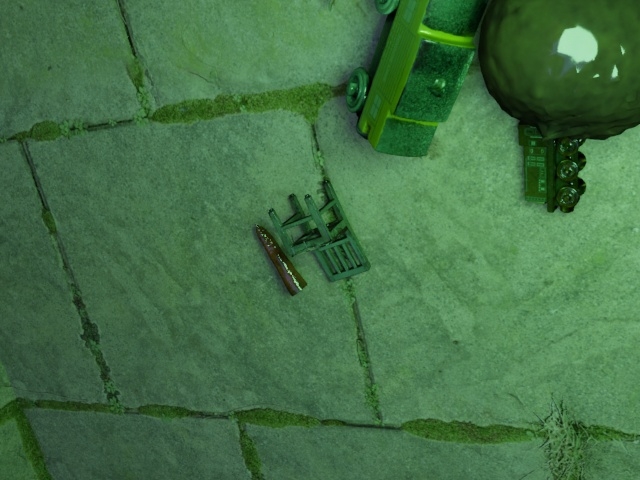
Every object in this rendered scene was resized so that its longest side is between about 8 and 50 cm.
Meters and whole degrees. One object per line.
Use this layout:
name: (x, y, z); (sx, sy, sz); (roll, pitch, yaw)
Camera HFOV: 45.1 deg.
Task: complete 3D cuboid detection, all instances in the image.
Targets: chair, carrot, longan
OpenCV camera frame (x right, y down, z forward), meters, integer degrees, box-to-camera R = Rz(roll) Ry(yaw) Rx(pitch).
chair: (0.000, 0.000, 2.004); (0.136, 0.147, 0.270); (-18, 103, 30)
carrot: (-0.117, 0.047, 2.142); (0.057, 0.057, 0.224); (-30, 94, 33)
longan: (0.493, -0.367, 1.454); (0.391, 0.391, 0.391); (10, 118, 21)

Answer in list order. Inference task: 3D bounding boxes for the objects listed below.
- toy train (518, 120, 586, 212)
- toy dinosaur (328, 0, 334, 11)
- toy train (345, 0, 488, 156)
toy train: (0.515, -0.169, 1.716); (0.137, 0.090, 0.225); (7, 116, 30)
toy dinosaur: (0.091, -0.619, 1.730); (0.142, 0.057, 0.212); (6, 129, 2)
toy train: (0.194, -0.383, 1.636); (0.179, 0.272, 0.442); (4, 124, -24)
